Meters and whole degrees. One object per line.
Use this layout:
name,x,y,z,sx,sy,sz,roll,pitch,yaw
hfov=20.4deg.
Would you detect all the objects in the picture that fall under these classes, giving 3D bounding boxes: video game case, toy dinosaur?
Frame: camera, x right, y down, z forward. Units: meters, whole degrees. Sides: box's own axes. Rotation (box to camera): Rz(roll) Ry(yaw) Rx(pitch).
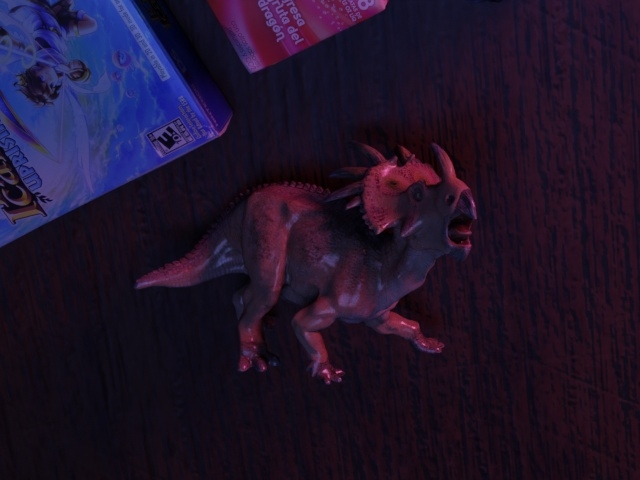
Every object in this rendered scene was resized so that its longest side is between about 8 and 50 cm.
video game case,-0.245,-0.152,1.445,0.244,0.061,0.269,-25,109,21
toy dinosaur,0.000,0.000,1.446,0.295,0.127,0.200,8,110,20

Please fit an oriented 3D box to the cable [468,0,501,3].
cable,0.139,-0.273,1.324,0.150,0.047,0.184,-16,111,17

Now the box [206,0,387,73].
box,-0.053,-0.273,1.313,0.122,0.128,0.257,-24,109,20
